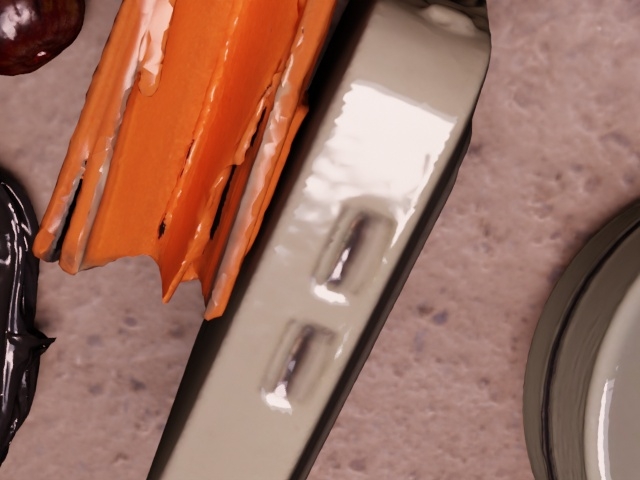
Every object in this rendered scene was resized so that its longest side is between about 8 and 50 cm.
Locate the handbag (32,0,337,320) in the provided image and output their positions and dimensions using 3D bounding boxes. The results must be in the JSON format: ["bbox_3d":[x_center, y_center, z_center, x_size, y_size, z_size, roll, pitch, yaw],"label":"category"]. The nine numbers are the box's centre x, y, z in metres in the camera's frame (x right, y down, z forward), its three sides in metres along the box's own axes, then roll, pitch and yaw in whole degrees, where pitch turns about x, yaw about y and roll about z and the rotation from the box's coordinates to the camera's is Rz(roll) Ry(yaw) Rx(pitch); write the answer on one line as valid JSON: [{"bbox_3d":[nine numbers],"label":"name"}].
[{"bbox_3d":[-0.037,-0.156,0.881,0.116,0.410,0.303,18,109,-4],"label":"handbag"}]

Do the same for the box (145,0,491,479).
[{"bbox_3d":[0.000,0.000,0.961,0.090,0.367,0.373,24,110,-5],"label":"box"}]

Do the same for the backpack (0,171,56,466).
[{"bbox_3d":[-0.292,0.049,1.124,0.206,0.133,0.258,10,103,-5],"label":"backpack"}]

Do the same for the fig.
[{"bbox_3d":[-0.217,-0.178,1.064,0.089,0.089,0.125,-28,81,11],"label":"fig"}]

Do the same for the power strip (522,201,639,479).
[{"bbox_3d":[0.326,0.113,1.056,0.358,0.161,0.357,0,92,-8],"label":"power strip"}]
